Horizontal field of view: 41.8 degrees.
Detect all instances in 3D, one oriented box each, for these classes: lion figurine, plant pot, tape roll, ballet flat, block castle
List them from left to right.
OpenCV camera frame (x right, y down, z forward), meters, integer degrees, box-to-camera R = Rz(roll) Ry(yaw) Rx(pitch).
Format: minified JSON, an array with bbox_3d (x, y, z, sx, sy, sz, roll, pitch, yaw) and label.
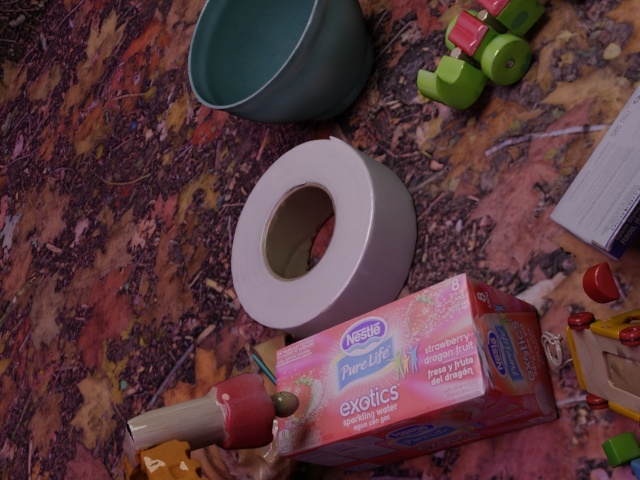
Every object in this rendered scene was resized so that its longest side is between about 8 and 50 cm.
[{"bbox_3d":[-0.140,0.375,1.166,0.240,0.142,0.392,28,114,43],"label":"lion figurine"},{"bbox_3d":[-0.032,0.379,0.834,0.453,0.213,0.303,44,134,45],"label":"block castle"},{"bbox_3d":[-0.040,-0.305,1.319,0.293,0.196,0.293,-20,59,39],"label":"plant pot"},{"bbox_3d":[-0.021,0.207,1.163,0.073,0.080,0.232,-33,46,-8],"label":"ballet flat"},{"bbox_3d":[0.000,0.000,1.212,0.286,0.100,0.286,-22,57,39],"label":"tape roll"}]

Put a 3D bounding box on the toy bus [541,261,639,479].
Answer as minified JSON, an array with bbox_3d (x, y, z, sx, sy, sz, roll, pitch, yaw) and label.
[{"bbox_3d":[0.322,0.116,0.821,0.104,0.191,0.202,-15,51,-10],"label":"toy bus"}]

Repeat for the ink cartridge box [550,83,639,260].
[{"bbox_3d":[0.336,-0.088,0.853,0.223,0.045,0.224,-58,3,10],"label":"ink cartridge box"}]

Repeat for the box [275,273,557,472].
[{"bbox_3d":[0.101,0.168,0.992,0.300,0.154,0.142,-27,54,36],"label":"box"}]

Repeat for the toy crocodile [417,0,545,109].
[{"bbox_3d":[0.252,-0.317,1.091,0.340,0.105,0.115,-52,43,14],"label":"toy crocodile"}]
